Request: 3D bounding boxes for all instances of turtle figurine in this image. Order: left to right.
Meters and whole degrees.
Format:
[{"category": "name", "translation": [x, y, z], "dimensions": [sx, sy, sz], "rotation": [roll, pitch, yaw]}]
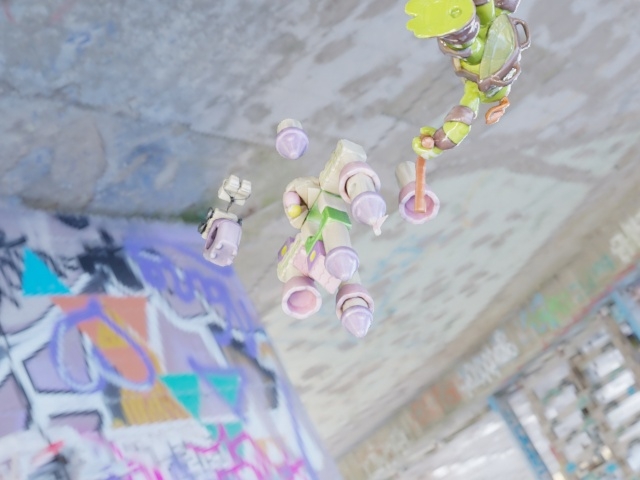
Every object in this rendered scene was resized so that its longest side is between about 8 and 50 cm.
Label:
[{"category": "turtle figurine", "translation": [0.137, -0.165, 1.002], "dimensions": [0.269, 0.087, 0.217], "rotation": [-63, 154, -10]}]

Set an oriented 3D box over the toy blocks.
[{"category": "toy blocks", "translation": [0.000, 0.000, 1.766], "dimensions": [0.309, 0.260, 0.288], "rotation": [21, 118, -19]}]
